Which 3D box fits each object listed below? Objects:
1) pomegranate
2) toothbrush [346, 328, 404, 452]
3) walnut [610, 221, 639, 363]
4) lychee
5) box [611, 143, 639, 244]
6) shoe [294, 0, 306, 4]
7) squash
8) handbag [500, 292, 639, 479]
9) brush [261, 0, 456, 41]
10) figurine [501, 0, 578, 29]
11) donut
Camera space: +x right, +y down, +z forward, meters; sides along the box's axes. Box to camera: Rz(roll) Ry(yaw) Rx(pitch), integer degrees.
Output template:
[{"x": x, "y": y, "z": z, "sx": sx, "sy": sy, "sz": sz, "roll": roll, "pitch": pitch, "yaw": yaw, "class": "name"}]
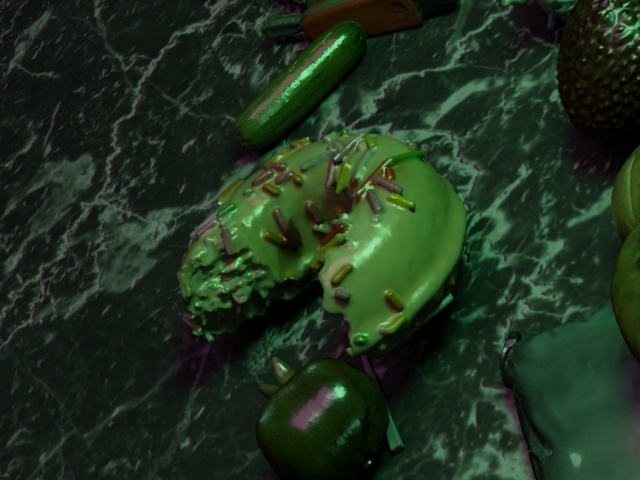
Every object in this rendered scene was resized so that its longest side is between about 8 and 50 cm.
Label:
[{"x": -0.006, "y": 0.200, "z": 1.794, "sx": 0.152, "sy": 0.131, "sz": 0.191, "roll": -45, "pitch": 24, "yaw": -6, "class": "pomegranate"}, {"x": 0.062, "y": 0.169, "z": 1.840, "sx": 0.014, "sy": 0.017, "sz": 0.194, "roll": -37, "pitch": 43, "yaw": 15, "class": "toothbrush"}, {"x": 0.406, "y": 0.060, "z": 1.502, "sx": 0.282, "sy": 0.227, "sz": 0.283, "roll": -6, "pitch": 52, "yaw": 8, "class": "walnut"}, {"x": 0.359, "y": -0.205, "z": 1.810, "sx": 0.194, "sy": 0.194, "sz": 0.194, "roll": -21, "pitch": 45, "yaw": 23, "class": "lychee"}, {"x": 0.366, "y": -0.041, "z": 1.718, "sx": 0.111, "sy": 0.111, "sz": 0.177, "roll": -15, "pitch": 47, "yaw": 28, "class": "box"}, {"x": -0.011, "y": -0.401, "z": 2.334, "sx": 0.092, "sy": 0.089, "sz": 0.180, "roll": -17, "pitch": 22, "yaw": -24, "class": "shoe"}, {"x": -0.027, "y": -0.212, "z": 2.197, "sx": 0.239, "sy": 0.069, "sz": 0.069, "roll": -45, "pitch": 41, "yaw": -5, "class": "squash"}, {"x": 0.293, "y": 0.191, "z": 1.604, "sx": 0.191, "sy": 0.075, "sz": 0.332, "roll": -31, "pitch": 45, "yaw": 18, "class": "handbag"}, {"x": 0.047, "y": -0.317, "z": 2.232, "sx": 0.323, "sy": 0.070, "sz": 0.051, "roll": -7, "pitch": 50, "yaw": 37, "class": "brush"}, {"x": 0.283, "y": -0.350, "z": 1.993, "sx": 0.128, "sy": 0.208, "sz": 0.184, "roll": -40, "pitch": 73, "yaw": 35, "class": "figurine"}, {"x": 0.009, "y": -0.004, "z": 1.894, "sx": 0.371, "sy": 0.150, "sz": 0.307, "roll": 4, "pitch": 46, "yaw": 47, "class": "donut"}]
